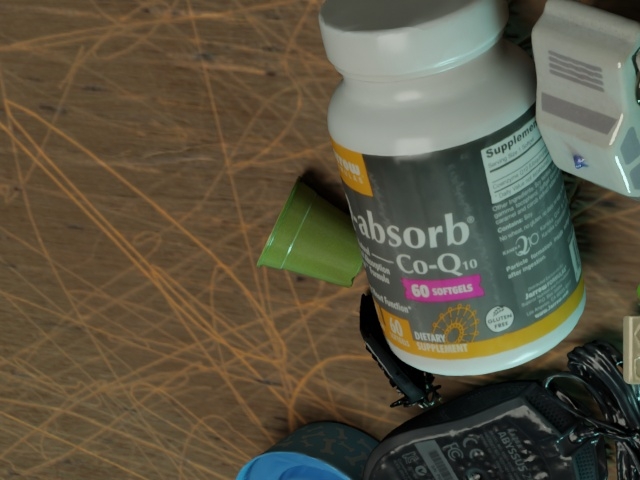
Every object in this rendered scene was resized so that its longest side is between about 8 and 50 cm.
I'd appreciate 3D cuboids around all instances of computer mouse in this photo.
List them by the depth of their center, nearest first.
[{"bbox_3d":[0.165,0.182,1.522,0.272,0.072,0.188,-18,109,27],"label":"computer mouse"}]

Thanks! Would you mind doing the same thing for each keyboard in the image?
[{"bbox_3d":[0.055,0.101,1.457,0.038,0.192,0.100,-41,93,7],"label":"keyboard"}]

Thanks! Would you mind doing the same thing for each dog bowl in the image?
[{"bbox_3d":[0.054,0.287,1.659,0.297,0.074,0.166,46,134,-5],"label":"dog bowl"}]

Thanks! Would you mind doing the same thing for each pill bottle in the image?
[{"bbox_3d":[0.094,-0.054,1.327,0.162,0.162,0.278,2,122,32],"label":"pill bottle"}]

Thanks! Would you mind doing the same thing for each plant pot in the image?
[{"bbox_3d":[0.000,0.000,1.493,0.079,0.083,0.083,24,133,0],"label":"plant pot"}]

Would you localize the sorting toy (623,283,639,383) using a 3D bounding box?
[{"bbox_3d":[0.265,0.071,1.401,0.062,0.012,0.083,1,107,12],"label":"sorting toy"}]

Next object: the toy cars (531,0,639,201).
[{"bbox_3d":[0.213,-0.098,1.154,0.176,0.087,0.393,40,163,1],"label":"toy cars"}]
